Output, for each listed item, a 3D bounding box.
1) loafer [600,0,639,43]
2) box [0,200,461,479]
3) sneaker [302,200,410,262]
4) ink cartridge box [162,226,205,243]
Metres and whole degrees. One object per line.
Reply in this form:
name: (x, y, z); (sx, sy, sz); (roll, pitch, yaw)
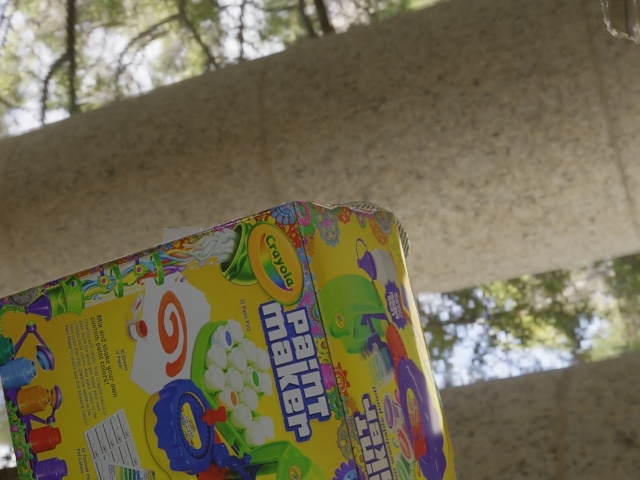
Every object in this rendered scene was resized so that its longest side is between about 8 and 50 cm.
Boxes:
loafer: (0.158, -0.178, 0.611); (0.056, 0.050, 0.148); (-1, -99, -49)
box: (-0.065, 0.149, 0.827); (0.177, 0.279, 0.290); (3, -108, -63)
sneaker: (0.000, -0.001, 1.713); (0.282, 0.161, 0.102); (12, -111, -39)
ink cartridge box: (-0.176, 0.061, 1.582); (0.109, 0.063, 0.150); (20, -110, -64)
